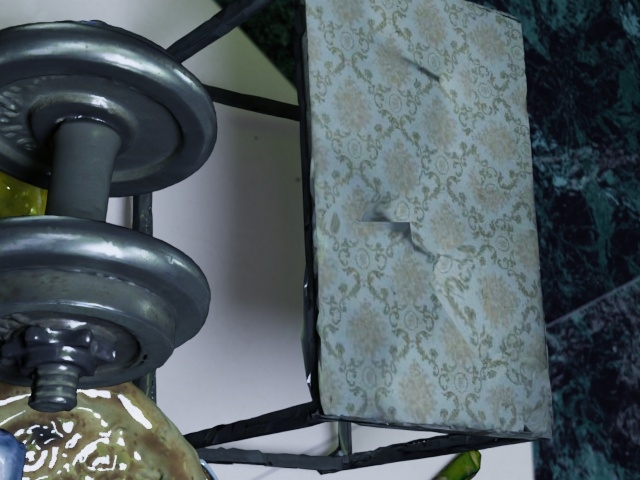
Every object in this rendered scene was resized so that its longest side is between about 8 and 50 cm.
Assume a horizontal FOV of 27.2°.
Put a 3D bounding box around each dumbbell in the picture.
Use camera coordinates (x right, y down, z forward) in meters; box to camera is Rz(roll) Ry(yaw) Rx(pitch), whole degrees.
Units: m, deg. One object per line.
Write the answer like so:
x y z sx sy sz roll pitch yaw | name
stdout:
-0.165 -0.025 0.891 0.192 0.192 0.290 18 58 -30 | dumbbell

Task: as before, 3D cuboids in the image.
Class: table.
0.000 0.000 1.047 0.222 0.272 0.335 11 70 -36 | table

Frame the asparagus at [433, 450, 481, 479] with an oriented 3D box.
0.084 0.258 1.189 0.034 0.027 0.236 48 54 -1 | asparagus

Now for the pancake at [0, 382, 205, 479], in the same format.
-0.179 0.199 0.904 0.212 0.029 0.235 20 66 -10 | pancake

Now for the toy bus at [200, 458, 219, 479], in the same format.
-0.153 0.244 0.978 0.182 0.103 0.091 -24 78 -33 | toy bus

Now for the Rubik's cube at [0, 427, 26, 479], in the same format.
-0.378 0.247 0.657 0.359 0.362 0.363 12 70 -32 | Rubik's cube

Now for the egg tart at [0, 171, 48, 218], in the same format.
-0.306 -0.010 0.959 0.279 0.095 0.278 16 63 -34 | egg tart
